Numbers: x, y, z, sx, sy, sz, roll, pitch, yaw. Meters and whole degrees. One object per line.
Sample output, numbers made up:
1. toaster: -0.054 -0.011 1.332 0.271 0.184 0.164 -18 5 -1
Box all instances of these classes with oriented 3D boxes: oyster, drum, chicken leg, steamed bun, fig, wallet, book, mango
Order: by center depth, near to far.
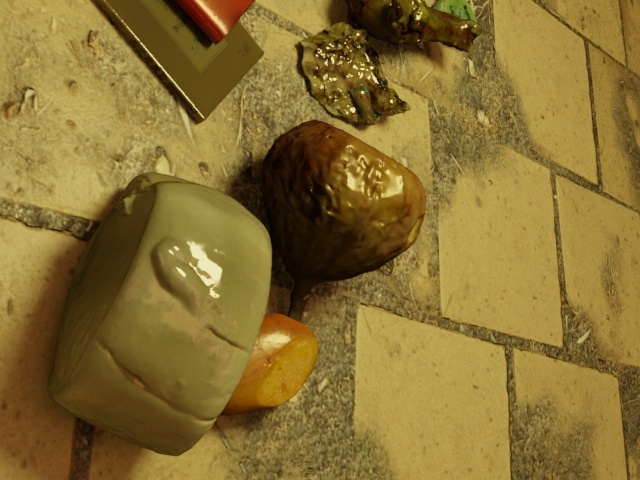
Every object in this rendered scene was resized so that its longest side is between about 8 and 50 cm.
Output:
1. steamed bun: -0.188 0.069 1.072 0.247 0.236 0.384 32 52 -24
2. mango: -0.104 0.193 1.232 0.217 0.102 0.141 -28 120 -39
3. fig: 0.000 0.000 1.316 0.286 0.286 0.369 27 86 -36
4. book: -0.242 -0.373 1.327 0.310 0.021 0.217 50 48 -21
5. wallet: -0.208 -0.442 1.336 0.204 0.045 0.142 45 52 -23
6. oyster: 0.064 -0.325 1.572 0.222 0.083 0.214 -25 92 -39
7. chicken leg: 0.173 -0.478 1.682 0.361 0.140 0.211 -6 54 -54
8. drum: 0.275 -0.475 1.843 0.130 0.049 0.253 55 52 -16

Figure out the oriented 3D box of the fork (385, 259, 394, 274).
1. fork: 0.073 -0.002 1.511 0.219 0.028 0.034 37 58 -31
